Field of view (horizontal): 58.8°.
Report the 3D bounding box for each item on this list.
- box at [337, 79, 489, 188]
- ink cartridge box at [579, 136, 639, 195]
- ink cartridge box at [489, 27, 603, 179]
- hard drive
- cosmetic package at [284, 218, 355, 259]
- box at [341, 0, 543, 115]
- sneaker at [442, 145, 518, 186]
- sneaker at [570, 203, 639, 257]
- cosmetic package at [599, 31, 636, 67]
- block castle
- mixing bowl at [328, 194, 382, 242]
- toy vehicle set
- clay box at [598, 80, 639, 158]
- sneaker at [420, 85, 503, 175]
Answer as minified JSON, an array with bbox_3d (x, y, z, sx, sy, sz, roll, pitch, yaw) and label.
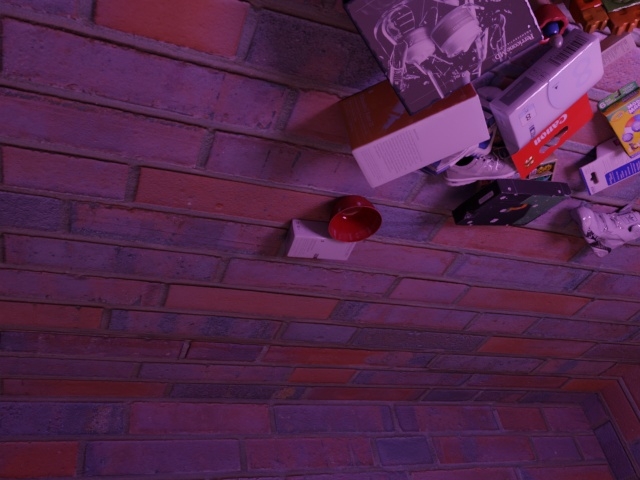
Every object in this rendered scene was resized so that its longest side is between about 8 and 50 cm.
[{"bbox_3d":[0.249,-0.329,1.558,0.346,0.214,0.168,-23,139,12],"label":"box"},{"bbox_3d":[1.061,-0.300,1.917,0.371,0.069,0.176,-30,137,18],"label":"ink cartridge box"},{"bbox_3d":[0.677,-0.361,1.642,0.308,0.091,0.385,-42,137,4],"label":"ink cartridge box"},{"bbox_3d":[0.649,-0.126,1.933,0.339,0.064,0.237,0,156,-28],"label":"hard drive"},{"bbox_3d":[0.000,0.000,1.998,0.231,0.085,0.117,5,139,-18],"label":"cosmetic package"},{"bbox_3d":[0.271,-0.522,1.299,0.343,0.178,0.312,-29,122,19],"label":"box"},{"bbox_3d":[0.525,-0.254,1.805,0.282,0.105,0.115,-17,141,8],"label":"sneaker"},{"bbox_3d":[1.094,-0.070,2.153,0.210,0.137,0.366,-32,142,22],"label":"sneaker"},{"bbox_3d":[0.811,-0.534,1.589,0.115,0.041,0.060,-33,135,24],"label":"cosmetic package"},{"bbox_3d":[0.687,-0.624,1.254,0.454,0.212,0.303,-17,158,7],"label":"block castle"},{"bbox_3d":[0.108,-0.088,1.906,0.182,0.098,0.181,-7,142,-6],"label":"mixing bowl"},{"bbox_3d":[0.668,-0.202,1.958,0.267,0.035,0.166,-14,141,2],"label":"toy vehicle set"},{"bbox_3d":[0.974,-0.375,1.771,0.127,0.053,0.222,-35,119,24],"label":"clay box"},{"bbox_3d":[0.428,-0.286,1.676,0.315,0.127,0.182,-43,148,-6],"label":"sneaker"}]
